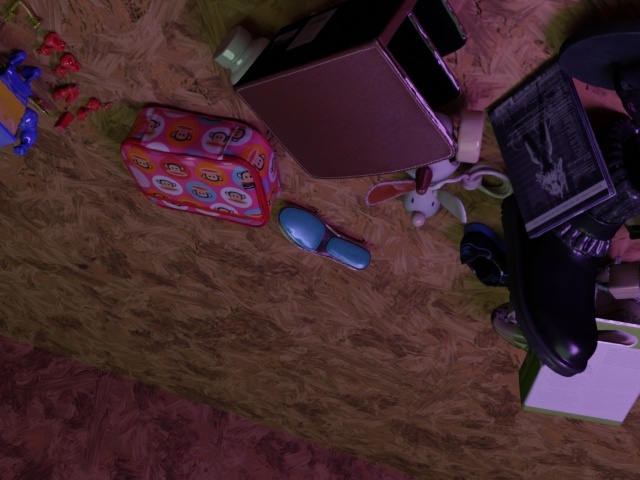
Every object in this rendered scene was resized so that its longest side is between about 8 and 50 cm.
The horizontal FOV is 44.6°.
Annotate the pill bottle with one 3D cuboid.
[{"bbox_3d":[-0.088,-0.270,1.274,0.169,0.094,0.094,36,144,-25],"label":"pill bottle"}]

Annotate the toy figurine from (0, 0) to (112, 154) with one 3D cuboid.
[{"bbox_3d":[-0.580,-0.275,1.412,0.191,0.217,0.362,-1,143,28],"label":"toy figurine"}]

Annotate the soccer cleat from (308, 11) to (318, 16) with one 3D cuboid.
[{"bbox_3d":[0.004,-0.319,1.216,0.035,0.029,0.083,7,142,26],"label":"soccer cleat"}]

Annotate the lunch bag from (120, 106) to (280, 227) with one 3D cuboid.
[{"bbox_3d":[-0.229,-0.131,1.547,0.293,0.120,0.258,13,151,13],"label":"lunch bag"}]

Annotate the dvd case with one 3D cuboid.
[{"bbox_3d":[0.337,-0.135,1.163,0.018,0.221,0.164,-3,160,-31],"label":"dvd case"}]

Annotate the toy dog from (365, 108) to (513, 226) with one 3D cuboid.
[{"bbox_3d":[0.178,-0.096,1.291,0.220,0.161,0.334,3,154,27],"label":"toy dog"}]

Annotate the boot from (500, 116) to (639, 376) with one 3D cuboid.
[{"bbox_3d":[0.411,0.008,1.184,0.131,0.348,0.260,12,148,-33],"label":"boot"}]

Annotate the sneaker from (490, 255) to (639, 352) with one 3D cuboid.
[{"bbox_3d":[0.526,0.101,1.474,0.410,0.158,0.182,-7,122,13],"label":"sneaker"}]

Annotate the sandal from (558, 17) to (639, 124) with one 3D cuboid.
[{"bbox_3d":[0.536,-0.183,1.036,0.446,0.107,0.167,17,163,3],"label":"sandal"}]

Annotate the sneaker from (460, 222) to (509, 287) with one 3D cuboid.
[{"bbox_3d":[0.361,0.062,1.540,0.232,0.090,0.081,33,144,-20],"label":"sneaker"}]

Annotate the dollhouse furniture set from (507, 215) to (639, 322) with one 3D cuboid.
[{"bbox_3d":[0.438,0.011,1.322,0.301,0.197,0.151,-10,140,37],"label":"dollhouse furniture set"}]

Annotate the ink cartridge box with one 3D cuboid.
[{"bbox_3d":[0.483,0.205,1.395,0.189,0.097,0.255,9,129,0],"label":"ink cartridge box"}]

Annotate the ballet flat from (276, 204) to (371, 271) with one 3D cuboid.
[{"bbox_3d":[0.000,0.000,1.660,0.232,0.080,0.073,32,176,-15],"label":"ballet flat"}]

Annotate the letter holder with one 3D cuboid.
[{"bbox_3d":[0.064,-0.216,1.120,0.302,0.152,0.214,-4,135,49],"label":"letter holder"}]
